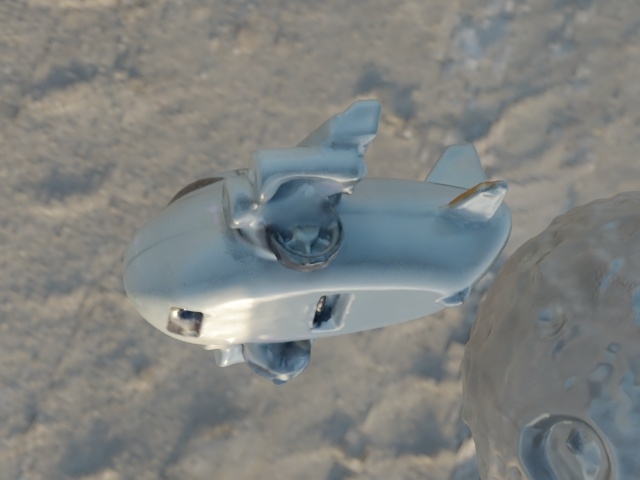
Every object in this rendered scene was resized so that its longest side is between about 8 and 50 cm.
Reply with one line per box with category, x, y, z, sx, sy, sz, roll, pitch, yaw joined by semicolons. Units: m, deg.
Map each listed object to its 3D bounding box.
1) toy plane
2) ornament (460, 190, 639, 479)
toy plane;0.000;0.000;1.121;0.244;0.117;0.245;-11;151;-6
ornament;0.282;0.127;1.595;0.337;0.337;0.337;-25;126;-41
